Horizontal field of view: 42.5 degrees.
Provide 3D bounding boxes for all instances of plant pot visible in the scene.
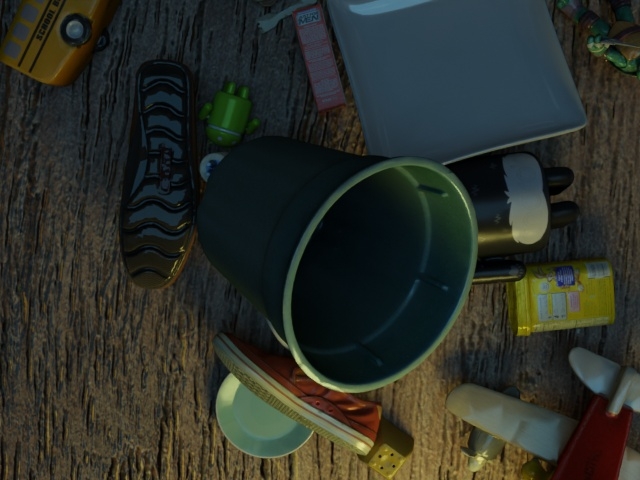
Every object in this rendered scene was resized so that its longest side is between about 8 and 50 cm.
[{"bbox_3d":[0.000,0.000,1.240,0.341,0.334,0.341,-15,117,-31],"label":"plant pot"},{"bbox_3d":[0.116,0.378,1.463,0.081,0.083,0.081,36,97,-4],"label":"plant pot"}]

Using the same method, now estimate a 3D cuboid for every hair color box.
[{"bbox_3d":[-0.002,-0.300,1.375,0.053,0.093,0.167,-14,96,3],"label":"hair color box"}]

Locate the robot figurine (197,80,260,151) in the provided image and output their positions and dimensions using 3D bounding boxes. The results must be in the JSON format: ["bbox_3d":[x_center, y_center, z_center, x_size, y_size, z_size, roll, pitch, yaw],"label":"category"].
[{"bbox_3d":[-0.156,-0.211,1.402,0.101,0.067,0.115,15,98,-24],"label":"robot figurine"}]

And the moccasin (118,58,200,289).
[{"bbox_3d":[-0.274,-0.109,1.388,0.139,0.147,0.380,-3,91,-7],"label":"moccasin"}]

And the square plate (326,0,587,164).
[{"bbox_3d":[0.216,-0.292,1.351,0.347,0.049,0.344,-15,77,3],"label":"square plate"}]

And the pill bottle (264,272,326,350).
[{"bbox_3d":[-0.007,0.109,1.426,0.169,0.094,0.094,-34,95,5],"label":"pill bottle"}]

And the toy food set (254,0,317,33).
[{"bbox_3d":[-0.093,-0.462,1.383,0.132,0.038,0.192,-27,96,4],"label":"toy food set"}]

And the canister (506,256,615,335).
[{"bbox_3d":[0.416,0.095,1.427,0.169,0.073,0.126,-5,97,1],"label":"canister"}]

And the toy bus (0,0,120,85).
[{"bbox_3d":[-0.396,-0.419,1.362,0.130,0.108,0.333,28,97,-1],"label":"toy bus"}]

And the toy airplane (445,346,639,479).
[{"bbox_3d":[0.444,0.381,1.395,0.384,0.272,0.386,-16,60,-7],"label":"toy airplane"}]

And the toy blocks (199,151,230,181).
[{"bbox_3d":[-0.146,-0.096,1.376,0.123,0.148,0.054,45,97,-4],"label":"toy blocks"}]

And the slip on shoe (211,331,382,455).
[{"bbox_3d":[-0.039,0.247,1.422,0.331,0.123,0.101,31,70,-1],"label":"slip on shoe"}]

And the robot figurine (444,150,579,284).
[{"bbox_3d":[0.276,-0.055,1.364,0.278,0.209,0.174,-7,133,2],"label":"robot figurine"}]

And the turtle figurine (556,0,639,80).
[{"bbox_3d":[0.492,-0.329,1.319,0.175,0.118,0.234,-22,59,-12],"label":"turtle figurine"}]

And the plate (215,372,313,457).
[{"bbox_3d":[-0.095,0.300,1.488,0.188,0.024,0.188,0,97,2],"label":"plate"}]
